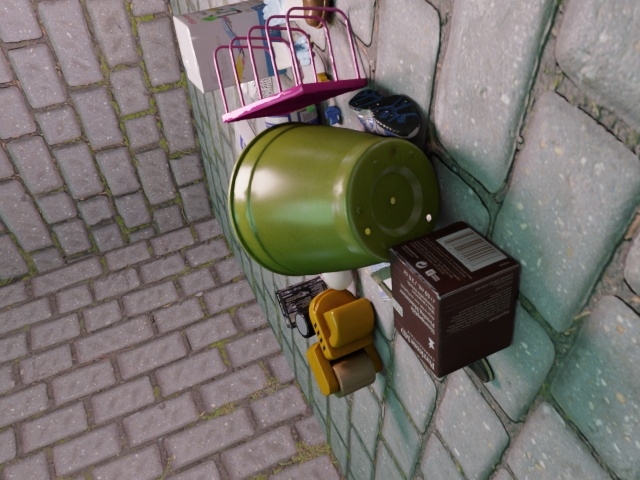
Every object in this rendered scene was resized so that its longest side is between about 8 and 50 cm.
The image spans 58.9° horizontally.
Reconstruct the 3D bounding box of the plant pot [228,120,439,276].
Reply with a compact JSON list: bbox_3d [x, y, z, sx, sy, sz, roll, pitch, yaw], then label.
[{"bbox_3d":[0.047,-0.083,1.201,0.353,0.366,0.367,8,117,55],"label":"plant pot"}]

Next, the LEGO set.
[{"bbox_3d":[-0.004,-0.362,1.436,0.093,0.087,0.227,-115,9,-79],"label":"LEGO set"}]

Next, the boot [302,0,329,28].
[{"bbox_3d":[-0.047,-0.617,1.250,0.112,0.115,0.305,50,155,45],"label":"boot"}]

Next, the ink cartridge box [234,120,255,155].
[{"bbox_3d":[-0.268,-0.321,2.367,0.176,0.069,0.371,96,152,-54],"label":"ink cartridge box"}]

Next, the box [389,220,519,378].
[{"bbox_3d":[0.243,0.106,1.053,0.168,0.167,0.203,-131,27,-50],"label":"box"}]

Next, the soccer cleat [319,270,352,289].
[{"bbox_3d":[0.000,0.000,1.735,0.143,0.116,0.331,10,-122,-80],"label":"soccer cleat"}]

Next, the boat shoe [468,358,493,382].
[{"bbox_3d":[0.303,0.243,1.205,0.152,0.049,0.056,53,159,24],"label":"boat shoe"}]

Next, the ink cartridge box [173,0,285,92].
[{"bbox_3d":[-0.276,-0.594,1.722,0.198,0.270,0.197,48,152,51],"label":"ink cartridge box"}]

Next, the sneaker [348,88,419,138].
[{"bbox_3d":[0.141,-0.250,1.167,0.081,0.080,0.211,54,176,-38],"label":"sneaker"}]

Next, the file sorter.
[{"bbox_3d":[-0.082,-0.397,1.292,0.290,0.202,0.182,-5,100,47],"label":"file sorter"}]

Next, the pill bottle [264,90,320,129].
[{"bbox_3d":[-0.069,-0.285,1.623,0.153,0.153,0.265,-137,32,-57],"label":"pill bottle"}]

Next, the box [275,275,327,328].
[{"bbox_3d":[-0.058,0.229,2.122,0.147,0.180,0.077,70,162,-1],"label":"box"}]

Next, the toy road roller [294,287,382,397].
[{"bbox_3d":[0.077,0.309,1.767,0.330,0.202,0.240,68,154,8],"label":"toy road roller"}]

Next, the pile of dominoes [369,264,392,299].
[{"bbox_3d":[0.230,0.122,1.311,0.196,0.040,0.251,48,162,-2],"label":"pile of dominoes"}]

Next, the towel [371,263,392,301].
[{"bbox_3d":[0.159,0.022,1.459,0.285,0.034,0.209,70,163,0],"label":"towel"}]

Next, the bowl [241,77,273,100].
[{"bbox_3d":[-0.233,-0.554,1.963,0.170,0.080,0.170,161,90,-73],"label":"bowl"}]

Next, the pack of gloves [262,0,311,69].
[{"bbox_3d":[-0.104,-0.567,1.544,0.232,0.046,0.195,19,130,57],"label":"pack of gloves"}]
